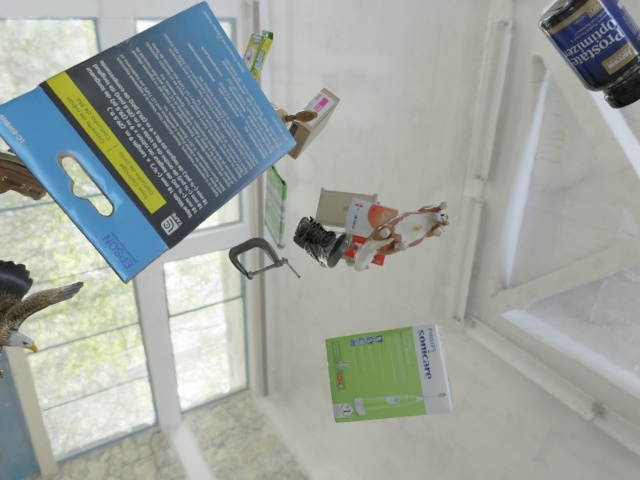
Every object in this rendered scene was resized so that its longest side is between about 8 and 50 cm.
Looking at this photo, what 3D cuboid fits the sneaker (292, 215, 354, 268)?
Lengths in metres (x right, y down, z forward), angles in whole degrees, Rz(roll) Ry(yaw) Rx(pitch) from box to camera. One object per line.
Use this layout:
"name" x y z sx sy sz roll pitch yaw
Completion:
"sneaker" 0.000 0.000 1.212 0.130 0.087 0.227 39 -11 -7

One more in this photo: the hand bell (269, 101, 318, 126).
"hand bell" -0.097 -0.394 1.629 0.242 0.126 0.126 9 -70 45

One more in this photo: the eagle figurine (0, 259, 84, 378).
"eagle figurine" -0.736 0.182 1.190 0.298 0.225 0.226 -63 -159 -5

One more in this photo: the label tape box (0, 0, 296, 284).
"label tape box" -0.223 -0.135 0.685 0.106 0.334 0.240 -9 -60 52

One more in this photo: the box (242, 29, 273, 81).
"box" -0.223 -0.634 1.728 0.105 0.043 0.179 39 -72 50

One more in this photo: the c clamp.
"c clamp" -0.146 0.056 1.215 0.160 0.022 0.137 -16 -63 34

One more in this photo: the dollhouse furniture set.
"dollhouse furniture set" 0.101 -0.017 1.849 0.303 0.198 0.286 64 35 -69

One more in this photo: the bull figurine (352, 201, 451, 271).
"bull figurine" 0.224 -0.016 1.401 0.101 0.310 0.188 61 -7 -3

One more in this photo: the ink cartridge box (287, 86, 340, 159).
"ink cartridge box" -0.042 -0.457 1.977 0.088 0.235 0.193 38 -32 0

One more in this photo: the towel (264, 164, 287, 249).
"towel" -0.090 -0.071 1.064 0.113 0.023 0.152 -125 -146 -48

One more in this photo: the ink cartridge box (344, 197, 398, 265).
"ink cartridge box" 0.142 -0.025 1.520 0.045 0.145 0.179 -16 121 -83

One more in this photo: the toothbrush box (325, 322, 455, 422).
"toothbrush box" 0.171 0.327 1.253 0.283 0.122 0.206 -12 -104 17

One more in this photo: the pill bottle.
"pill bottle" 0.511 -0.352 0.915 0.219 0.123 0.123 45 -28 -11

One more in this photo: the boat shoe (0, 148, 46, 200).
"boat shoe" -0.673 -0.142 1.038 0.110 0.307 0.104 24 -87 20
